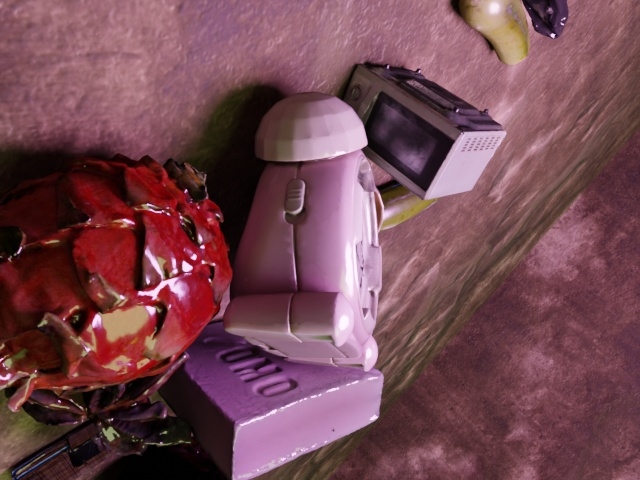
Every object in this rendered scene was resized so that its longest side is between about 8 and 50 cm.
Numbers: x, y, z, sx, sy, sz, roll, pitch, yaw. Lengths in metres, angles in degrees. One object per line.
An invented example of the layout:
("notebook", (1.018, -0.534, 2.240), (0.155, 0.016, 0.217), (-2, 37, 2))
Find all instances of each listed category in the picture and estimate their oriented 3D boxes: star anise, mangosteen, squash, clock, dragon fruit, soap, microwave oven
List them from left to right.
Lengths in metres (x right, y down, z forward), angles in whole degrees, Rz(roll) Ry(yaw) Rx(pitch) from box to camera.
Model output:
("dragon fruit", (-0.231, 0.035, 0.513), (0.299, 0.244, 0.244), (-32, 149, -36))
("star anise", (-0.304, 0.211, 0.686), (0.283, 0.129, 0.212), (24, 137, -21))
("mangosteen", (-0.292, 0.569, 1.014), (0.297, 0.297, 0.313), (82, 18, -55))
("soap", (-0.094, 0.233, 0.821), (0.285, 0.296, 0.107), (-7, 110, -40))
("clock", (0.000, 0.000, 0.700), (0.342, 0.184, 0.325), (69, 27, -68))
("squash", (0.147, -0.075, 1.005), (0.332, 0.087, 0.087), (-25, 145, -30))
("microwave oven", (0.149, -0.175, 0.754), (0.163, 0.205, 0.129), (-16, 140, -44))
("squash", (0.301, -0.374, 0.837), (0.250, 0.083, 0.083), (1, 127, -57))

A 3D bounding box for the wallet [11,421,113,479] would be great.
("wallet", (-0.412, 0.371, 0.884), (0.230, 0.042, 0.124), (-27, 148, -27))

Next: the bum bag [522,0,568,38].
("bum bag", (0.327, -0.441, 0.732), (0.095, 0.143, 0.340), (-10, 164, 29))
